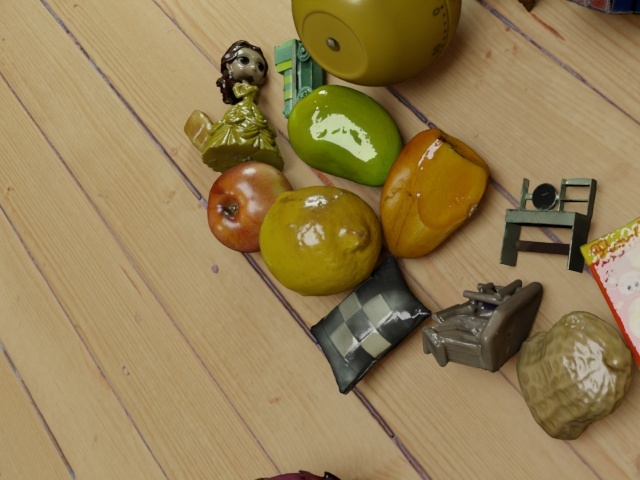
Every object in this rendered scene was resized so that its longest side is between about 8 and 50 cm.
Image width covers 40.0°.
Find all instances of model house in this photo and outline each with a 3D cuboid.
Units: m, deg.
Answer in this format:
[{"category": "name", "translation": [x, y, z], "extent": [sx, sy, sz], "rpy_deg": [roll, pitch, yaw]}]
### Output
[{"category": "model house", "translation": [0.285, 0.152, 1.602], "extent": [0.188, 0.229, 0.122], "rpy_deg": [2, 109, 38]}]

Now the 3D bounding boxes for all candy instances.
[{"category": "candy", "translation": [0.567, 0.103, 1.482], "extent": [0.146, 0.088, 0.276], "rpy_deg": [-32, 64, 23]}]

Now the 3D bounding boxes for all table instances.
[{"category": "table", "translation": [0.416, -0.035, 1.609], "extent": [0.146, 0.062, 0.175], "rpy_deg": [4, 84, 46]}]

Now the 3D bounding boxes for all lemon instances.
[{"category": "lemon", "translation": [0.000, 0.000, 1.778], "extent": [0.288, 0.234, 0.233], "rpy_deg": [-9, 74, 52]}]

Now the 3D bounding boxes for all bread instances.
[{"category": "bread", "translation": [-0.280, -0.256, 2.128], "extent": [0.074, 0.053, 0.132], "rpy_deg": [-49, 57, 15]}]

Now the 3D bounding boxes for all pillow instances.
[{"category": "pillow", "translation": [0.098, 0.166, 1.759], "extent": [0.250, 0.106, 0.186], "rpy_deg": [-44, 45, 16]}]

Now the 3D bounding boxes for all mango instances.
[{"category": "mango", "translation": [0.059, -0.224, 1.845], "extent": [0.273, 0.149, 0.185], "rpy_deg": [21, 87, 23]}, {"category": "mango", "translation": [0.205, -0.084, 1.729], "extent": [0.187, 0.138, 0.257], "rpy_deg": [40, 111, 3]}]

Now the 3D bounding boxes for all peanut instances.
[{"category": "peanut", "translation": [0.433, 0.229, 1.506], "extent": [0.233, 0.110, 0.196], "rpy_deg": [125, 136, -52]}]

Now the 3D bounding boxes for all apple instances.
[{"category": "apple", "translation": [-0.153, -0.073, 1.938], "extent": [0.210, 0.164, 0.209], "rpy_deg": [-2, 86, 32]}]

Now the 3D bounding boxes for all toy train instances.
[{"category": "toy train", "translation": [-0.040, -0.359, 1.984], "extent": [0.132, 0.083, 0.200], "rpy_deg": [-9, 75, 43]}]

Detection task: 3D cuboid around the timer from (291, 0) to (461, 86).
[{"category": "timer", "translation": [0.132, -0.506, 1.769], "extent": [0.376, 0.376, 0.387], "rpy_deg": [20, 55, 34]}]

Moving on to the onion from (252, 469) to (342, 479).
[{"category": "onion", "translation": [-0.075, 0.584, 1.629], "extent": [0.358, 0.358, 0.345], "rpy_deg": [-50, 49, 14]}]

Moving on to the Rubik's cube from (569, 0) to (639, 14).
[{"category": "Rubik's cube", "translation": [0.533, -0.538, 1.513], "extent": [0.319, 0.319, 0.264], "rpy_deg": [-29, 51, 25]}]

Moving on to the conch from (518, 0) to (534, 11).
[{"category": "conch", "translation": [0.366, -0.553, 1.626], "extent": [0.093, 0.330, 0.109], "rpy_deg": [-37, 50, -4]}]

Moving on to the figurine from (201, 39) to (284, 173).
[{"category": "figurine", "translation": [-0.175, -0.319, 2.017], "extent": [0.187, 0.168, 0.315], "rpy_deg": [3, 67, -9]}]
